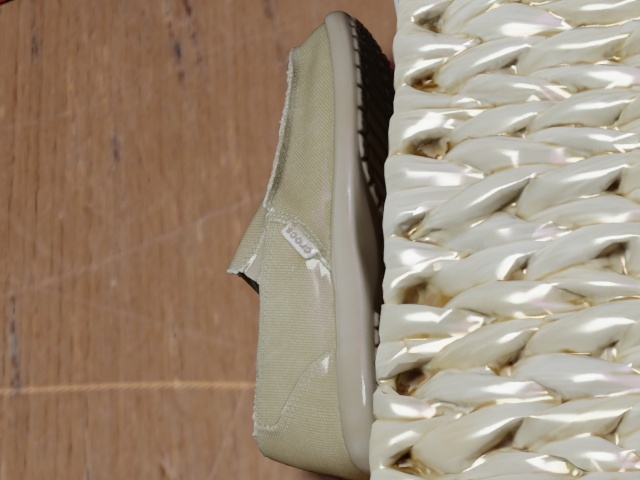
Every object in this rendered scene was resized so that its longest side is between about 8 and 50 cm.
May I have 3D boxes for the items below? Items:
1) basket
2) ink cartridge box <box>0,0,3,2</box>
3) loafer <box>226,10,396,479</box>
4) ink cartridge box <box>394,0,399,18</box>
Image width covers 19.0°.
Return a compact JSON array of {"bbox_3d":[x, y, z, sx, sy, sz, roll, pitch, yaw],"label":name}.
[{"bbox_3d":[0.226,0.020,0.679,0.328,0.331,0.266,-9,61,31],"label":"basket"},{"bbox_3d":[-0.278,-0.220,1.333,0.231,0.078,0.134,-19,55,24],"label":"ink cartridge box"},{"bbox_3d":[0.000,0.000,0.997,0.092,0.102,0.268,-14,58,21],"label":"loafer"},{"bbox_3d":[0.084,-0.135,1.016,0.061,0.104,0.181,-23,54,23],"label":"ink cartridge box"}]
